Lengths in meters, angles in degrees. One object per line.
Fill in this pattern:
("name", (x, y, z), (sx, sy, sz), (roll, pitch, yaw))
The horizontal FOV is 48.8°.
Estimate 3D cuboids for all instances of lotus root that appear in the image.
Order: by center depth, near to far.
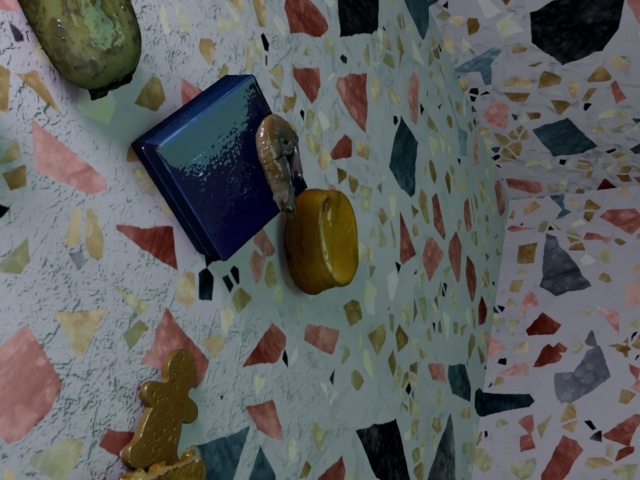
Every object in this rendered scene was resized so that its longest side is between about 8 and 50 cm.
("lotus root", (-0.408, -0.387, 1.152), (0.309, 0.173, 0.173), (64, 35, -18))

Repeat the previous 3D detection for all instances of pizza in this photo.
("pizza", (-0.303, 0.516, 1.218), (0.257, 0.087, 0.269), (-3, 98, -55))

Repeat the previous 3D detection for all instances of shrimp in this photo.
("shrimp", (-0.071, -0.147, 1.432), (0.126, 0.047, 0.224), (-39, 121, -49))

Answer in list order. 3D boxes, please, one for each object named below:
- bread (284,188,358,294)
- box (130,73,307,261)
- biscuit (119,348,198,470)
("bread", (0.000, 0.000, 1.775), (0.195, 0.142, 0.270), (7, 77, -57))
("box", (-0.192, -0.148, 1.425), (0.261, 0.116, 0.279), (-43, 124, -26))
("biscuit", (-0.293, 0.320, 1.328), (0.158, 0.035, 0.240), (50, 45, -47))
